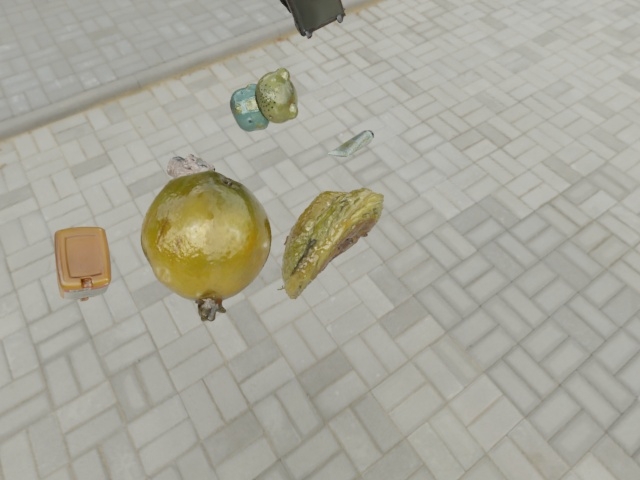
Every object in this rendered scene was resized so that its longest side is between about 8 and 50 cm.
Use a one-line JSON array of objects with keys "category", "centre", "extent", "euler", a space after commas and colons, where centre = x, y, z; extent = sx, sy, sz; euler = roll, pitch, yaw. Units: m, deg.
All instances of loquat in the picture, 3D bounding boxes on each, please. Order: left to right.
[{"category": "loquat", "centre": [-0.188, 0.014, 0.708], "extent": [0.213, 0.213, 0.247], "euler": [-3, 73, -4]}]

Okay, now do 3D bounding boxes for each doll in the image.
[{"category": "doll", "centre": [-0.196, -0.500, 1.525], "extent": [0.260, 0.177, 0.161], "euler": [-6, 10, 36]}]

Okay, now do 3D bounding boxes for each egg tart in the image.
[{"category": "egg tart", "centre": [0.000, 0.000, 1.106], "extent": [0.153, 0.351, 0.339], "euler": [44, 81, 8]}]

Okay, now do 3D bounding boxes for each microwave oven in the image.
[{"category": "microwave oven", "centre": [-0.050, -0.819, 1.352], "extent": [0.188, 0.247, 0.178], "euler": [-24, 51, 7]}]

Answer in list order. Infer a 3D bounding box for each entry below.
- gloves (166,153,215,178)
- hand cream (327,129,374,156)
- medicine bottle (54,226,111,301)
[{"category": "gloves", "centre": [-0.405, -0.218, 1.305], "extent": [0.144, 0.094, 0.110], "euler": [10, 22, 6]}, {"category": "hand cream", "centre": [0.096, -0.276, 1.212], "extent": [0.067, 0.042, 0.194], "euler": [18, 37, 30]}, {"category": "medicine bottle", "centre": [-0.598, 0.066, 1.058], "extent": [0.111, 0.222, 0.150], "euler": [-6, 77, -32]}]
